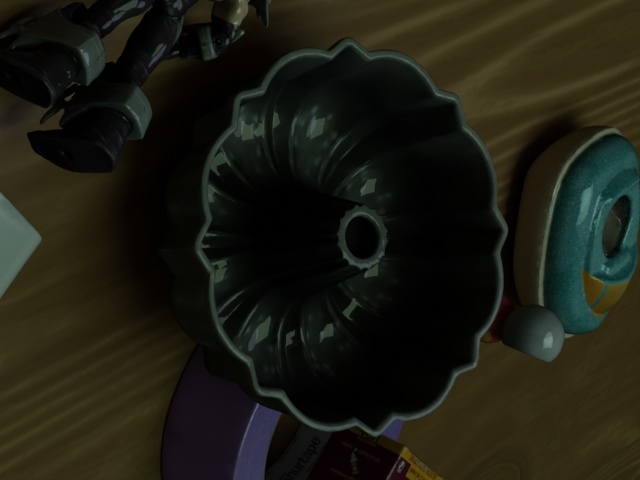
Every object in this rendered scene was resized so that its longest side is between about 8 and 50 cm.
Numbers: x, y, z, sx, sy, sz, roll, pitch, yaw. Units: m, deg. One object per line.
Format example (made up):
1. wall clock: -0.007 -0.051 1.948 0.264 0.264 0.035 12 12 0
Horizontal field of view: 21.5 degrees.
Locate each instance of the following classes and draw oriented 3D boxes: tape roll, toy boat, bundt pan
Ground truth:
1. tape roll: -0.027 0.171 1.611 0.275 0.090 0.275 -34 135 -42
2. toy boat: 0.274 0.032 1.909 0.318 0.148 0.267 -37 137 -39
3. bundt pan: 0.000 0.000 1.436 0.330 0.124 0.331 3 85 -36

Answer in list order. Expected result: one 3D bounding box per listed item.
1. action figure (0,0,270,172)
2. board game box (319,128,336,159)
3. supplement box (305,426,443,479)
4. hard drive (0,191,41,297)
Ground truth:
1. action figure: -0.124 -0.183 1.261 0.285 0.099 0.185 -50 137 -32
2. board game box: 0.041 -0.059 1.619 0.160 0.039 0.211 -63 148 -8
3. supplement box: 0.025 0.276 1.590 0.188 0.081 0.104 -61 145 -11
4. hard drive: -0.350 0.077 1.125 0.353 0.047 0.233 -57 146 -17
